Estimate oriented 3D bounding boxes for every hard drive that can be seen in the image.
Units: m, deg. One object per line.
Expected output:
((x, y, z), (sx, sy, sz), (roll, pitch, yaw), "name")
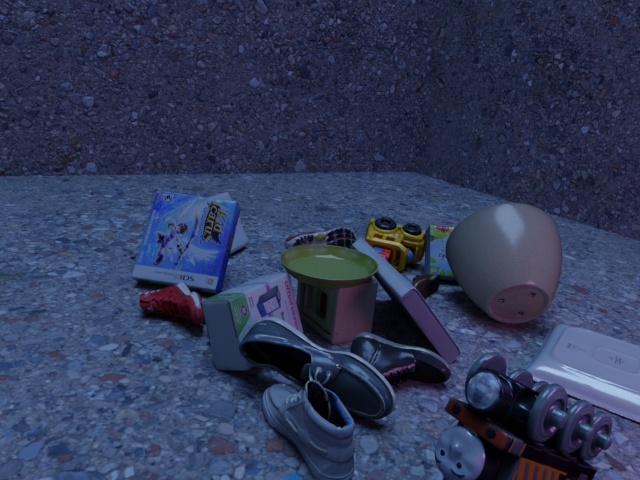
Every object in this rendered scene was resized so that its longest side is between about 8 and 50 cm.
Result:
((0.209, 0.140, 1.316), (0.047, 0.233, 0.353), (-38, 24, 0), "hard drive")
((-0.359, -0.037, 1.680), (0.040, 0.203, 0.307), (-19, 7, 25), "hard drive")

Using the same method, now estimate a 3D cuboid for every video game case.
((-0.378, 0.002, 1.457), (0.244, 0.270, 0.061), (8, -19, 5), "video game case")

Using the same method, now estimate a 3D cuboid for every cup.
((0.538, 0.095, 1.460), (0.330, 0.331, 0.237), (6, 43, -1), "cup")

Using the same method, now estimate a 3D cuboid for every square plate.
((0.697, 0.304, 1.213), (0.344, 0.049, 0.347), (18, 21, 31), "square plate")

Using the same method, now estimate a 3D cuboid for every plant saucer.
((0.020, 0.065, 1.248), (0.240, 0.037, 0.241), (5, 19, -2), "plant saucer")

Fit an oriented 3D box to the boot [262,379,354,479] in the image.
((-0.020, 0.290, 0.885), (0.095, 0.124, 0.258), (-6, 21, -34), "boot")

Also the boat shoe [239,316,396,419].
((-0.014, 0.254, 0.969), (0.319, 0.116, 0.099), (27, 21, 19), "boat shoe")

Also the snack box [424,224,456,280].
((0.460, 0.047, 1.722), (0.207, 0.175, 0.070), (6, -17, -2), "snack box")

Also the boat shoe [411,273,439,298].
((0.311, 0.139, 1.579), (0.060, 0.064, 0.178), (11, 11, 32), "boat shoe")

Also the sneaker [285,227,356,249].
((0.000, 0.000, 1.840), (0.278, 0.107, 0.118), (-2, 10, -31), "sneaker")

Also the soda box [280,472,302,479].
((-0.002, 0.399, 0.647), (0.071, 0.067, 0.210), (-8, 22, -37), "soda box")

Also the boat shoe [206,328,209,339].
((-0.174, 0.194, 1.236), (0.075, 0.083, 0.226), (27, 37, 23), "boat shoe")

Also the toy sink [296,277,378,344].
((0.020, 0.141, 1.321), (0.131, 0.153, 0.234), (-6, 22, -32), "toy sink")

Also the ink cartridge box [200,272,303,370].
((-0.145, 0.173, 1.131), (0.093, 0.154, 0.212), (-9, 7, 32), "ink cartridge box")

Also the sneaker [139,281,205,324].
((-0.366, 0.169, 1.248), (0.128, 0.087, 0.221), (-13, 13, -27), "sneaker")

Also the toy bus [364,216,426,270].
((0.251, 0.035, 1.769), (0.220, 0.150, 0.211), (12, 32, 10), "toy bus")

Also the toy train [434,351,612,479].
((0.290, 0.289, 0.724), (0.334, 0.190, 0.142), (31, -4, -38), "toy train")

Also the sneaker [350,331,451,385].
((0.164, 0.284, 1.081), (0.221, 0.083, 0.118), (15, 38, 6), "sneaker")
